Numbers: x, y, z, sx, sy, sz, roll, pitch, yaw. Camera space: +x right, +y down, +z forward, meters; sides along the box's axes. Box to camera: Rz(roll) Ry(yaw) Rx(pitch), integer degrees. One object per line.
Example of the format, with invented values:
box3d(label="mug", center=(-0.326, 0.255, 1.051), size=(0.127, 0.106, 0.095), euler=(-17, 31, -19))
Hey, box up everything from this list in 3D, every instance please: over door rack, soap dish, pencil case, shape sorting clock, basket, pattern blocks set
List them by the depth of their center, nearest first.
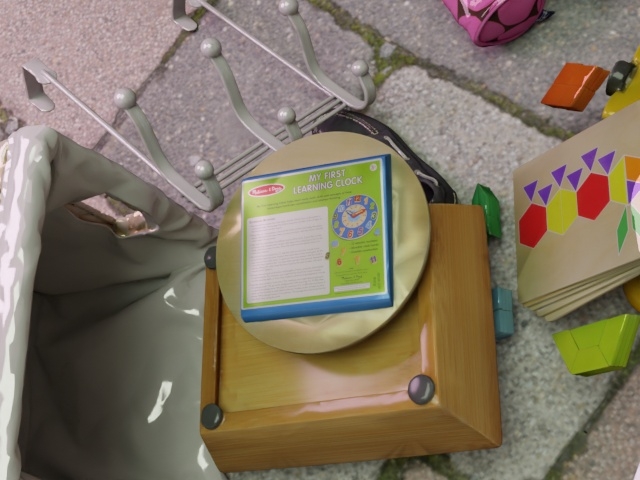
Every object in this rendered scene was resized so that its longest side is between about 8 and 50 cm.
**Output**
box3d(label="pattern blocks set", center=(0.233, -0.026, 0.848), size=(0.324, 0.026, 0.286), euler=(-19, 61, 60))
box3d(label="shape sorting clock", center=(0.000, 0.000, 0.879), size=(0.206, 0.040, 0.206), euler=(-7, 73, 23))
box3d(label="soap dish", center=(0.016, 0.089, 0.932), size=(0.290, 0.118, 0.229), euler=(-12, 65, 26))
box3d(label="basket", center=(-0.274, 0.117, 0.945), size=(0.266, 0.328, 0.332), euler=(-10, 69, 23))
box3d(label="over door rack", center=(-0.138, -0.179, 1.042), size=(0.324, 0.108, 0.239), euler=(32, 53, 33))
box3d(label="pencil case", center=(0.158, -0.306, 1.051), size=(0.098, 0.095, 0.209), euler=(-52, 57, 39))

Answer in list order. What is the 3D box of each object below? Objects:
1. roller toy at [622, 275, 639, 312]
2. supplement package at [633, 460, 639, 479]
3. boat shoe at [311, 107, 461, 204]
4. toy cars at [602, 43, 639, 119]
box3d(label="roller toy", center=(0.376, 0.037, 0.808), size=(0.209, 0.146, 0.191), euler=(-29, 55, 1))
box3d(label="supplement package", center=(0.305, 0.237, 0.737), size=(0.149, 0.194, 0.203), euler=(18, 79, 27))
box3d(label="boat shoe", center=(0.060, -0.083, 1.023), size=(0.075, 0.065, 0.206), euler=(-49, 61, 2))
box3d(label="toy cars", center=(0.320, -0.248, 0.971), size=(0.176, 0.087, 0.394), euler=(-13, 63, 6))
